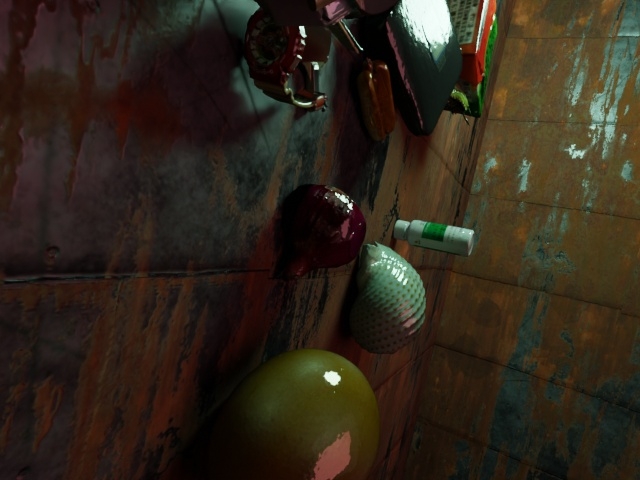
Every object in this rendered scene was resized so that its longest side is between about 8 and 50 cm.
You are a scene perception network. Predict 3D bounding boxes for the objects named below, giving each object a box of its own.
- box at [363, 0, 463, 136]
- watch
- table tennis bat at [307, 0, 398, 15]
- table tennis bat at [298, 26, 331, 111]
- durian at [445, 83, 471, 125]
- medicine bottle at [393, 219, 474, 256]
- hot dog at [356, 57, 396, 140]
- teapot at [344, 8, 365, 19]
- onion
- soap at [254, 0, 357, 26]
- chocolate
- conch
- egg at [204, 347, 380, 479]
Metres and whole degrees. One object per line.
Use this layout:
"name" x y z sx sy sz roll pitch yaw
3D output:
"box" 0.258 -0.494 1.052 0.350 0.090 0.359 52 57 -39
"watch" -0.016 -0.303 0.687 0.268 0.102 0.165 -5 117 -63
"table tennis bat" 0.046 -0.275 0.423 0.156 0.013 0.087 -39 139 -23
"table tennis bat" -0.015 -0.353 0.754 0.130 0.019 0.221 -34 130 -51
"durian" 0.358 -0.474 1.283 0.375 0.106 0.132 24 70 -39
"medicine bottle" 0.381 -0.014 1.392 0.095 0.259 0.095 -33 129 -55
"hot dog" 0.133 -0.338 0.984 0.092 0.062 0.236 -41 147 -11
"teapot" 0.074 -0.486 0.790 0.124 0.092 0.091 -44 122 -55
"onion" 0.000 0.000 0.837 0.218 0.139 0.195 -59 155 -23
"soap" 0.017 -0.452 0.510 0.446 0.261 0.156 -61 152 -28
"chocolate" 0.495 -0.663 1.394 0.341 0.161 0.361 36 65 -61
"conch" 0.213 0.174 1.229 0.303 0.215 0.320 -29 129 -68
"egg" -0.044 0.355 0.739 0.351 0.282 0.283 -38 134 -49
